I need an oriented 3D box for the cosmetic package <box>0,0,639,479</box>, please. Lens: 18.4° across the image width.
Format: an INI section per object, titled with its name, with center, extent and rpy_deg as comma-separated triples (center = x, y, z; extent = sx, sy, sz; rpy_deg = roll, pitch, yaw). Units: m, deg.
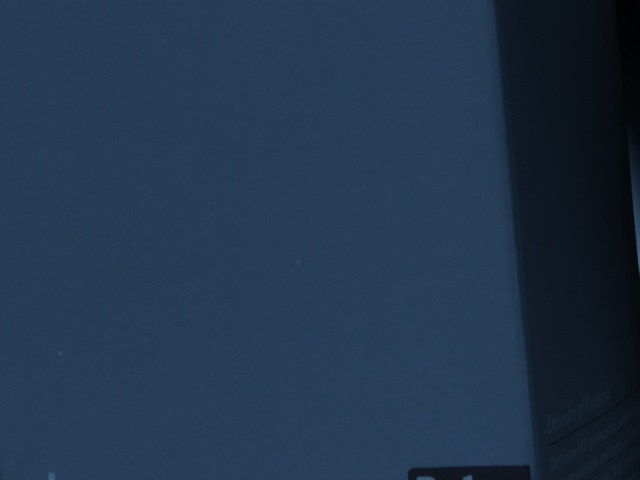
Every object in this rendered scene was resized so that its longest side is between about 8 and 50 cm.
[cosmetic package]
center = 0.000, 0.000, 0.433
extent = 0.127, 0.107, 0.237
rpy_deg = -6, 95, 23
